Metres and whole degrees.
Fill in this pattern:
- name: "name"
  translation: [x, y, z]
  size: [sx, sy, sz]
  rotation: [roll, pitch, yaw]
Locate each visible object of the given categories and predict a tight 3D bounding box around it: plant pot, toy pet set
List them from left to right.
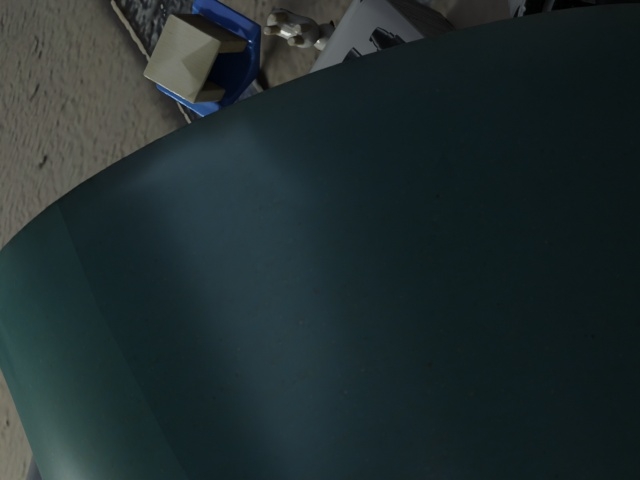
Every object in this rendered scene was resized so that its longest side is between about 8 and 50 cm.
- name: "toy pet set"
  translation: [-0.038, -0.076, 0.954]
  size: [0.114, 0.065, 0.122]
  rotation: [31, 106, 16]
- name: "plant pot"
  translation: [0.055, 0.094, 0.588]
  size: [0.293, 0.293, 0.235]
  rotation: [-31, 70, 40]

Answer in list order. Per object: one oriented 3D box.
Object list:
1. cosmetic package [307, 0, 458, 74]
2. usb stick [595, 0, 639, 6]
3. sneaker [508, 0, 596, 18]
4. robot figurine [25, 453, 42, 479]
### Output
- name: "cosmetic package"
  translation: [0.000, 0.000, 0.857]
  size: [0.239, 0.060, 0.099]
  rotation: [-58, 39, 18]
- name: "usb stick"
  translation: [0.218, -0.147, 0.662]
  size: [0.278, 0.045, 0.077]
  rotation: [-28, 49, 42]
- name: "sneaker"
  translation: [0.104, -0.118, 0.801]
  size: [0.044, 0.040, 0.109]
  rotation: [-26, 52, 62]
- name: "robot figurine"
  translation: [-0.092, 0.259, 0.754]
  size: [0.300, 0.200, 0.353]
  rotation: [5, 81, 58]
